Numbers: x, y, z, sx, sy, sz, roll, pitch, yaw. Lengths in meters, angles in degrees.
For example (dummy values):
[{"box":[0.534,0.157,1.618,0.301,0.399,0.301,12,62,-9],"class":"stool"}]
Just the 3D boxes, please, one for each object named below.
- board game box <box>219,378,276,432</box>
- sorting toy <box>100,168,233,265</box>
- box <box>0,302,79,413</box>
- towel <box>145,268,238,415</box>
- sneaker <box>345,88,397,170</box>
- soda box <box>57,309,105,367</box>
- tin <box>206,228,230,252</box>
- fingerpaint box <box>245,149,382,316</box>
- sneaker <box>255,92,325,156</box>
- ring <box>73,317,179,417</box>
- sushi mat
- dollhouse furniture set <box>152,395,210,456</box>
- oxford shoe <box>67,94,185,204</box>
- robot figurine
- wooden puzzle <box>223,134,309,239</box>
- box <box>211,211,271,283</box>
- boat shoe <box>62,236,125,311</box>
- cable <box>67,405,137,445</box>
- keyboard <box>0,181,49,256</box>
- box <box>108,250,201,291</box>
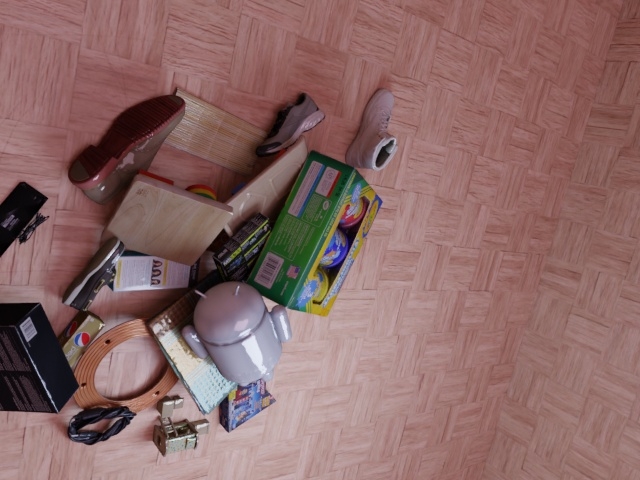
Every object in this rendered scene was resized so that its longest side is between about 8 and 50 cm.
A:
[{"box":[-0.241,0.524,1.884,0.194,0.060,0.194,-14,121,-37],"class":"board game box"},{"box":[-0.397,-0.066,1.446,0.255,0.089,0.257,19,135,-30],"class":"sorting toy"},{"box":[-0.723,0.282,1.333,0.103,0.184,0.261,-70,153,-60],"class":"box"},{"box":[-0.329,0.303,1.664,0.271,0.040,0.370,-40,122,-30],"class":"towel"},{"box":[0.212,-0.367,1.869,0.108,0.169,0.293,24,89,-39],"class":"sneaker"},{"box":[-0.657,0.272,1.471,0.181,0.061,0.058,-54,131,-10],"class":"soda box"},{"box":[-0.332,-0.027,1.642,0.189,0.040,0.106,22,95,-41],"class":"tin"},{"box":[0.000,0.000,1.738,0.445,0.163,0.371,-64,158,-3],"class":"fingerpaint box"},{"box":[-0.106,-0.343,1.675,0.271,0.100,0.108,-47,115,-28],"class":"sneaker"},{"box":[-0.536,0.361,1.590,0.336,0.032,0.337,-22,128,-31],"class":"ring"},{"box":[-0.301,-0.300,1.582,0.316,0.019,0.151,19,94,-41],"class":"sushi mat"},{"box":[-0.412,0.566,1.744,0.181,0.101,0.161,0,105,-39],"class":"dollhouse furniture set"},{"box":[-0.474,-0.236,1.424,0.348,0.123,0.130,-44,149,-15],"class":"oxford shoe"},{"box":[-0.228,0.256,1.560,0.299,0.200,0.353,-16,127,3],"class":"robot figurine"},{"box":[-0.151,-0.117,1.661,0.348,0.080,0.322,-46,155,-16],"class":"wooden puzzle"},{"box":[-0.213,0.040,1.601,0.191,0.045,0.184,-46,152,-22],"class":"box"},{"box":[-0.571,0.088,1.439,0.068,0.081,0.228,37,102,-32],"class":"boat shoe"},{"box":[-0.612,0.523,1.571,0.184,0.047,0.151,-8,132,-27],"class":"cable"},{"box":[-0.731,-0.039,1.332,0.100,0.038,0.192,39,81,-17],"class":"keyboard"},{"box":[-0.463,0.081,1.559,0.244,0.060,0.101,0,106,-39],"class":"box"}]
